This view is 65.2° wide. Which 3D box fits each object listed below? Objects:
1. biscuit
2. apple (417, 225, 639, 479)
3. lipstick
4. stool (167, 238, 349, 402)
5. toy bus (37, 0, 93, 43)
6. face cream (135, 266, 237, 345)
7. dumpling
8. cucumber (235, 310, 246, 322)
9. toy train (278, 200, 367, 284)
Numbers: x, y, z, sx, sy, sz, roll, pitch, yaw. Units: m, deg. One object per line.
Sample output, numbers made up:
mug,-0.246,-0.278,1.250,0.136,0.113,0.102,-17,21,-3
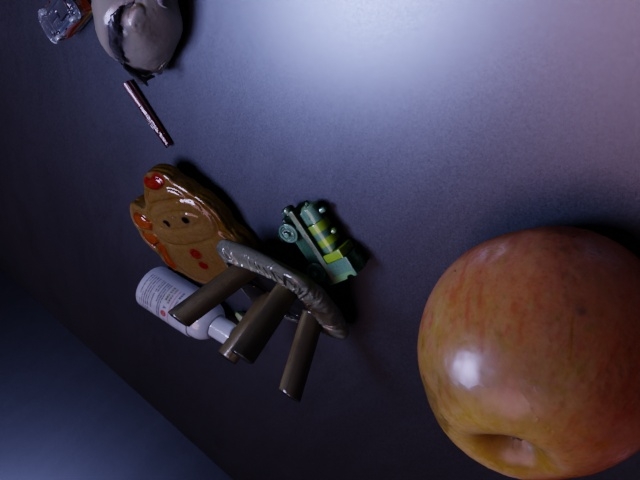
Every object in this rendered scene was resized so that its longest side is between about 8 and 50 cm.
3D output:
biscuit,-0.343,-0.027,1.314,0.359,0.074,0.381,-5,129,31
apple,0.321,0.171,0.749,0.364,0.364,0.363,23,135,25
lipstick,-0.419,-0.307,1.221,0.027,0.027,0.176,-14,113,46
stool,-0.133,0.185,1.161,0.311,0.226,0.310,19,156,38
toy bus,-0.572,-0.516,1.135,0.174,0.077,0.079,-11,115,46
face cream,-0.387,0.223,1.547,0.370,0.145,0.145,27,137,20
dumpling,-0.379,-0.442,0.975,0.205,0.163,0.293,41,152,-1
cucumber,-0.209,0.246,1.496,0.107,0.035,0.067,44,151,10
toy train,0.000,0.000,1.082,0.132,0.083,0.200,-26,104,38
